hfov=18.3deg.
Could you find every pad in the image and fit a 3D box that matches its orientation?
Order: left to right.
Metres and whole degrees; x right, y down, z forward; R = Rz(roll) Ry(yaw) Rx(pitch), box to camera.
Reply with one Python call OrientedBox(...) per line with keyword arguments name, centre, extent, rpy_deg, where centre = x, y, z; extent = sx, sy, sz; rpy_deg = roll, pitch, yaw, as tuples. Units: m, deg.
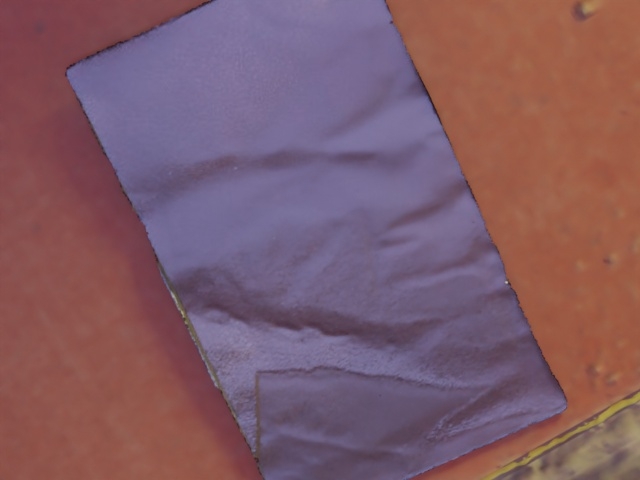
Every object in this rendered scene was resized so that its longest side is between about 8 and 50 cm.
OrientedBox(name="pad", centre=(0.000, 0.000, 0.704), extent=(0.113, 0.006, 0.187), rpy_deg=(-25, 100, 3))
